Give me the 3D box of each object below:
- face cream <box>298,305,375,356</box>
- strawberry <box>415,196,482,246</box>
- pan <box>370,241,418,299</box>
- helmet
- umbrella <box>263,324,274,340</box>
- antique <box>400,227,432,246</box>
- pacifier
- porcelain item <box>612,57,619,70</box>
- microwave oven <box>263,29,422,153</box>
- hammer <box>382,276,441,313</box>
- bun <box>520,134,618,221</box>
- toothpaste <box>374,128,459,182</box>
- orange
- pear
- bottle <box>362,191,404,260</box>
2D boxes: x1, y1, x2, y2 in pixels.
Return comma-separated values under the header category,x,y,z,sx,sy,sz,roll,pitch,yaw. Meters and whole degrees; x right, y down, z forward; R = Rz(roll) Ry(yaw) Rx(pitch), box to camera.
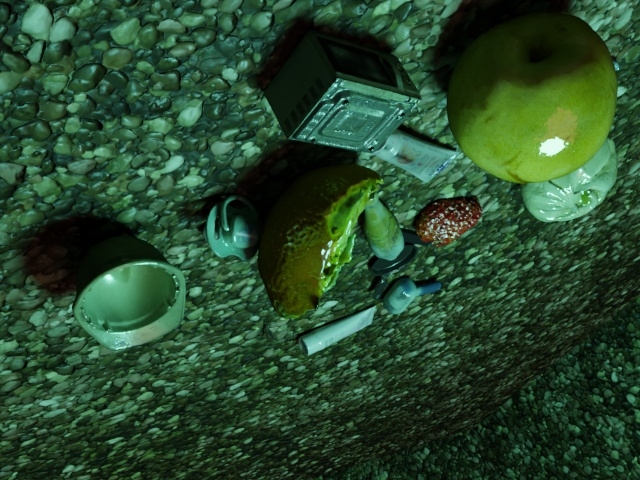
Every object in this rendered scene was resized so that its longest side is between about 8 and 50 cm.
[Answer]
category,x,y,z,sx,sy,sz,roll,pitch,yaw
face cream,0.050,0.256,2.249,0.243,0.058,0.092,-22,148,-24
strawberry,0.323,-0.047,1.938,0.188,0.082,0.121,-14,147,-19
pan,0.173,0.078,2.072,0.136,0.028,0.235,-11,146,-27
helmet,-0.362,0.072,1.462,0.204,0.137,0.258,-19,145,-15
umbrella,-0.138,0.243,2.092,0.031,0.020,0.083,11,154,12
antique,0.227,-0.009,1.986,0.031,0.015,0.192,-43,150,25
pacifier,-0.181,-0.024,1.531,0.116,0.127,0.150,-1,180,39
porcelain item,0.604,-0.367,1.691,0.083,0.028,0.036,-14,147,-27
microwave oven,0.040,-0.234,1.308,0.205,0.129,0.163,2,140,-43
hammer,0.269,0.144,2.240,0.193,0.070,0.116,-12,148,-37
bun,0.623,-0.142,1.959,0.259,0.160,0.259,-24,154,-12
toothpaste,0.186,-0.176,1.615,0.100,0.066,0.323,-44,153,20
orange,-0.008,-0.006,1.552,0.262,0.196,0.335,-30,141,-54
pear,0.375,-0.249,1.421,0.314,0.314,0.314,-21,152,-12
bottle,0.131,-0.042,1.775,0.083,0.083,0.270,-27,149,0
